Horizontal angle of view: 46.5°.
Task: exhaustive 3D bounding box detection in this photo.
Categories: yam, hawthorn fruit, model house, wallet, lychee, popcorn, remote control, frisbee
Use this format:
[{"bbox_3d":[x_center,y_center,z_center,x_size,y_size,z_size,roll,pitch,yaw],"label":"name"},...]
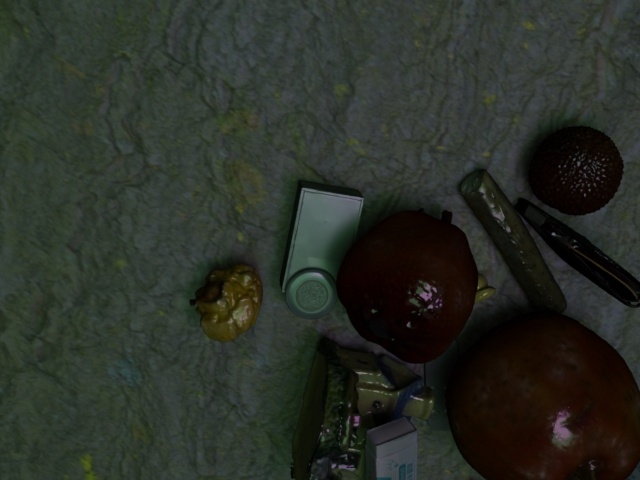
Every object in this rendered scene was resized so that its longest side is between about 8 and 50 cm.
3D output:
[{"bbox_3d":[0.420,0.013,1.595,0.083,0.083,0.371,-36,106,4],"label":"yam"},{"bbox_3d":[0.177,0.088,1.474,0.295,0.311,0.294,7,114,16],"label":"hawthorn fruit"},{"bbox_3d":[0.094,0.398,1.572,0.267,0.261,0.321,11,110,-11],"label":"model house"},{"bbox_3d":[0.528,0.023,1.534,0.262,0.221,0.071,37,103,-15],"label":"wallet"},{"bbox_3d":[0.519,-0.141,1.512,0.195,0.194,0.194,-2,105,-6],"label":"lychee"},{"bbox_3d":[-0.186,0.126,1.526,0.152,0.149,0.167,25,77,-41],"label":"popcorn"},{"bbox_3d":[0.273,0.321,1.690,0.077,0.022,0.244,-5,106,-7],"label":"remote control"},{"bbox_3d":[0.466,0.367,1.536,0.403,0.403,0.402,-2,105,-6],"label":"hawthorn fruit"},{"bbox_3d":[-0.017,0.110,1.518,0.110,0.014,0.110,-2,106,-6],"label":"frisbee"}]

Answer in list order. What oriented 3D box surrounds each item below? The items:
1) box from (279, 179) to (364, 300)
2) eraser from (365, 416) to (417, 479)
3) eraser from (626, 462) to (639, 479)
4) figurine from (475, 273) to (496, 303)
[{"bbox_3d":[0.000,0.000,1.540,0.130,0.086,0.225,9,104,-9],"label":"box"},{"bbox_3d":[0.143,0.463,1.483,0.096,0.052,0.225,-15,121,-20],"label":"eraser"},{"bbox_3d":[0.655,0.518,1.744,0.174,0.081,0.227,-43,112,8],"label":"eraser"},{"bbox_3d":[0.283,0.114,1.612,0.188,0.083,0.083,-8,106,6],"label":"figurine"}]
